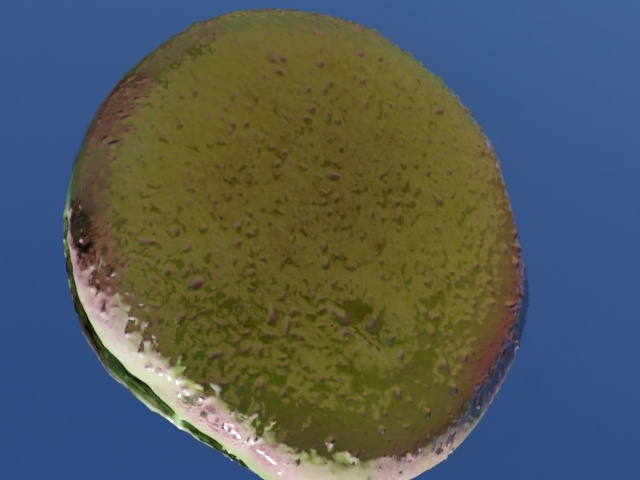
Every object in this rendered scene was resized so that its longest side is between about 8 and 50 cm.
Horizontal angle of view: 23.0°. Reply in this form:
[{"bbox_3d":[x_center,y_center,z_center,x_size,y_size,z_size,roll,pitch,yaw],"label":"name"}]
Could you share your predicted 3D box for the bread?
[{"bbox_3d":[0.000,0.000,0.696,0.228,0.033,0.228,9,-109,-27],"label":"bread"}]
